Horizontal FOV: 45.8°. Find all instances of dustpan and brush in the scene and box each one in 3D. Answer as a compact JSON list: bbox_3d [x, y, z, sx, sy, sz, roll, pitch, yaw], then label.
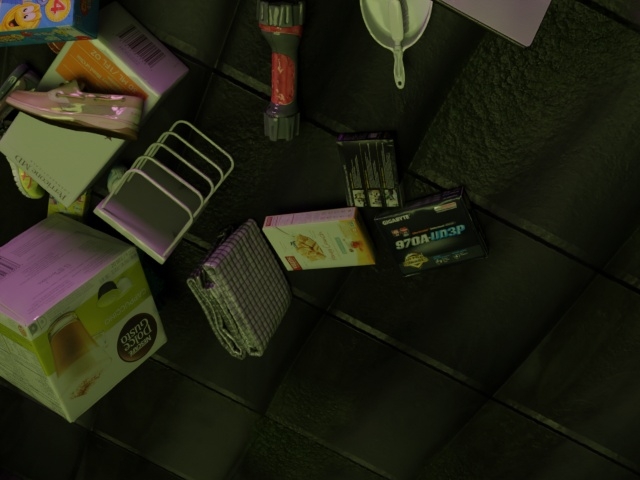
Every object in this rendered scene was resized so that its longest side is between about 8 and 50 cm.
[{"bbox_3d":[0.157,-0.414,1.522,0.147,0.060,0.211,2,124,18],"label":"dustpan and brush"}]

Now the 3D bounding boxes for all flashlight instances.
[{"bbox_3d":[-0.085,-0.362,1.608,0.103,0.103,0.304,-7,122,-17],"label":"flashlight"}]

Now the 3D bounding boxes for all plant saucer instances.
[{"bbox_3d":[-0.604,-0.473,1.771,0.083,0.013,0.083,10,126,14],"label":"plant saucer"}]

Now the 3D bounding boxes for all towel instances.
[{"bbox_3d":[-0.205,0.122,1.910,0.121,0.235,0.284,-11,119,32],"label":"towel"}]

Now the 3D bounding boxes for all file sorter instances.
[{"bbox_3d":[-0.349,-0.125,1.760,0.193,0.278,0.173,39,125,-9],"label":"file sorter"}]

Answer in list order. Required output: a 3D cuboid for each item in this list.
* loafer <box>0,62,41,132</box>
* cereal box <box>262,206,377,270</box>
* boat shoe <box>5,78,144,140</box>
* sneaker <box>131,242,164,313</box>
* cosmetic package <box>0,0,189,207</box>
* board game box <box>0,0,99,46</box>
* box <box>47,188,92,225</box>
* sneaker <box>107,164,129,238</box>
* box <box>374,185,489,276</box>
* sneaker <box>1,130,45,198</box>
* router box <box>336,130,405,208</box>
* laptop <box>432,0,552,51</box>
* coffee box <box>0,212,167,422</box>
[{"bbox_3d":[-0.777,-0.324,1.886,0.084,0.096,0.267,39,125,-17],"label":"loafer"},{"bbox_3d":[0.000,0.000,1.845,0.240,0.047,0.173,-6,138,22],"label":"cereal box"},{"bbox_3d":[-0.523,-0.291,1.622,0.302,0.109,0.098,12,86,11],"label":"boat shoe"},{"bbox_3d":[-0.485,0.103,2.090,0.110,0.107,0.275,7,134,-1],"label":"sneaker"},{"bbox_3d":[-0.539,-0.306,1.772,0.230,0.161,0.453,42,127,-12],"label":"cosmetic package"},{"bbox_3d":[-0.603,-0.565,1.559,0.301,0.086,0.308,0,87,18],"label":"board game box"},{"bbox_3d":[-0.676,-0.099,2.036,0.105,0.043,0.179,25,130,2],"label":"box"},{"bbox_3d":[-0.498,-0.097,1.966,0.085,0.086,0.237,-8,138,-10],"label":"sneaker"},{"bbox_3d":[0.261,-0.017,1.767,0.220,0.051,0.175,-14,118,27],"label":"box"},{"bbox_3d":[-0.753,-0.194,1.977,0.094,0.081,0.208,-9,134,-1],"label":"sneaker"},{"bbox_3d":[0.116,-0.158,1.722,0.133,0.046,0.179,1,123,19],"label":"router box"},{"bbox_3d":[0.291,-0.608,1.242,0.382,0.408,0.236,28,161,-1],"label":"laptop"},{"bbox_3d":[-0.656,0.187,1.936,0.338,0.337,0.334,19,134,33],"label":"coffee box"}]
